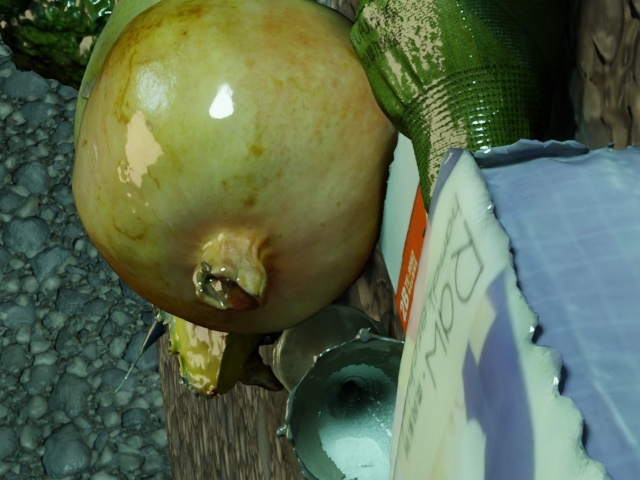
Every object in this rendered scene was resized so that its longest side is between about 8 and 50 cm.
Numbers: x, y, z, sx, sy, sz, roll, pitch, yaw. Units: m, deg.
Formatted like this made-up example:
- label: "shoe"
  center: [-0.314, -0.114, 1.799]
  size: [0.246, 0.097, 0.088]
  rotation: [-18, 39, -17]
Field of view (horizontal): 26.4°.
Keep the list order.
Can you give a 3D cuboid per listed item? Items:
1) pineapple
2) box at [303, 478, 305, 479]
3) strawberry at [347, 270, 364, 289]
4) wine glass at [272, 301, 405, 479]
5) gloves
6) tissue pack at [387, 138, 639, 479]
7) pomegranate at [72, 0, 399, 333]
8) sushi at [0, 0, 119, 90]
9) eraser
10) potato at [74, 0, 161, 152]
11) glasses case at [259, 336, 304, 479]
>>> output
- label: "pineapple"
  center: [-0.083, -0.014, 1.241]
  size: [0.161, 0.158, 0.334]
  rotation: [-26, -55, -57]
- label: "box"
  center: [0.043, 0.269, 0.976]
  size: [0.144, 0.090, 0.201]
  rotation: [99, 163, -46]
- label: "strawberry"
  center: [0.000, 0.000, 1.140]
  size: [0.083, 0.083, 0.096]
  rotation: [-135, 47, -72]
- label: "wine glass"
  center: [0.023, 0.104, 0.996]
  size: [0.183, 0.122, 0.122]
  rotation: [-125, 33, -76]
- label: "gloves"
  center: [0.074, -0.120, 0.715]
  size: [0.135, 0.107, 0.268]
  rotation: [-15, 74, 46]
- label: "tissue pack"
  center: [0.117, 0.147, 0.507]
  size: [0.343, 0.125, 0.242]
  rotation: [-108, 18, -49]
- label: "pomegranate"
  center: [-0.058, -0.048, 0.975]
  size: [0.252, 0.229, 0.270]
  rotation: [-47, 31, 38]
- label: "sushi"
  center: [-0.214, -0.317, 1.542]
  size: [0.294, 0.178, 0.352]
  rotation: [95, -163, -68]
- label: "eraser"
  center: [0.086, 0.028, 0.830]
  size: [0.157, 0.038, 0.230]
  rotation: [98, 163, -44]
- label: "potato"
  center: [-0.119, -0.152, 1.337]
  size: [0.202, 0.218, 0.351]
  rotation: [-41, -34, -56]
- label: "glasses case"
  center: [-0.008, 0.161, 1.255]
  size: [0.299, 0.060, 0.114]
  rotation: [-112, 20, -57]
